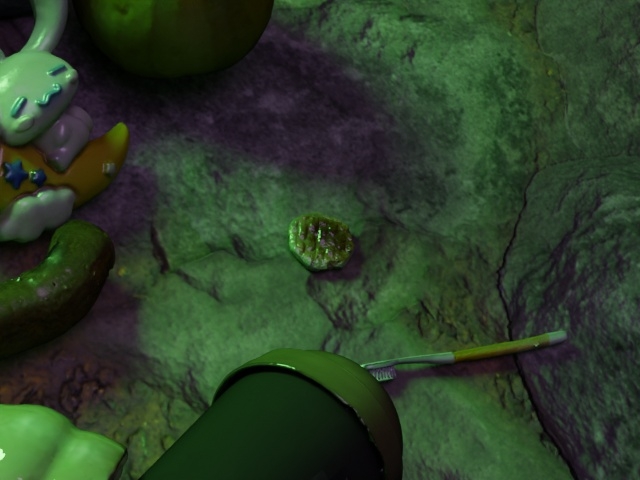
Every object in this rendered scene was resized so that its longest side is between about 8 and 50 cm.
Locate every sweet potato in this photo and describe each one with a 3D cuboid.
[{"bbox_3d":[-0.329,0.065,1.366,0.286,0.085,0.112,-23,79,-35],"label":"sweet potato"}]

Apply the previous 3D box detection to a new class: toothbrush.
[{"bbox_3d":[0.175,0.138,1.579,0.288,0.021,0.024,-7,77,-25],"label":"toothbrush"}]

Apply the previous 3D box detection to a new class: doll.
[{"bbox_3d":[-0.316,-0.132,1.434,0.252,0.111,0.237,-46,114,-28],"label":"doll"}]

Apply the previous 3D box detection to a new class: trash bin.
[{"bbox_3d":[-0.049,0.238,1.303,0.214,0.214,0.334,44,43,5],"label":"trash bin"}]

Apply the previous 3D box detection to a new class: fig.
[{"bbox_3d":[-0.166,-0.312,1.532,0.239,0.271,0.239,3,71,-9],"label":"fig"}]

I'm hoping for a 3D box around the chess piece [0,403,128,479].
[{"bbox_3d":[-0.411,0.185,1.189,0.442,0.234,0.234,28,56,-3],"label":"chess piece"}]

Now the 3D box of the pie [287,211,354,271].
[{"bbox_3d":[0.000,0.000,1.581,0.084,0.020,0.084,10,60,-18],"label":"pie"}]

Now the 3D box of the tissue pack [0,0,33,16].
[{"bbox_3d":[-0.449,-0.335,1.434,0.361,0.259,0.122,-12,70,-28],"label":"tissue pack"}]
